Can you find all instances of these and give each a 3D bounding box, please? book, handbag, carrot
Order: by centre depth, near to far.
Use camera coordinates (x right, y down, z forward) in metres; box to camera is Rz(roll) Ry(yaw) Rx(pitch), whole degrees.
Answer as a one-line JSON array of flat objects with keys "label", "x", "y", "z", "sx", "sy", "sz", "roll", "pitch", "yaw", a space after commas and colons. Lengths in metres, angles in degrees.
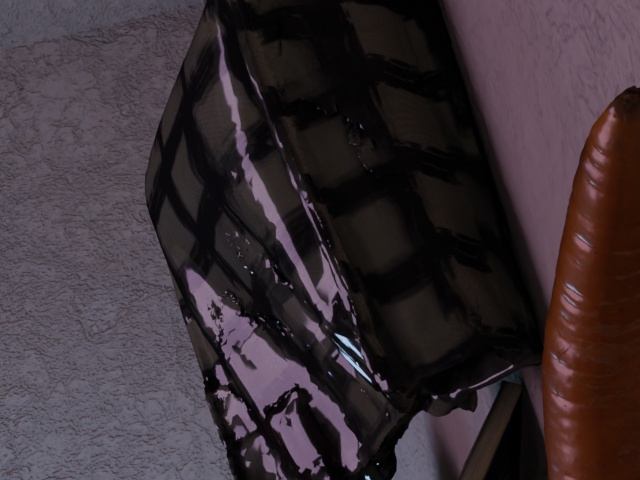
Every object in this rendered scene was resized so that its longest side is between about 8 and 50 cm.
[{"label": "carrot", "x": 0.125, "y": 0.042, "z": 0.828, "sx": 0.066, "sy": 0.062, "sz": 0.271, "roll": -55, "pitch": -34, "yaw": -50}, {"label": "handbag", "x": 0.000, "y": 0.000, "z": 1.259, "sx": 0.325, "sy": 0.162, "sz": 0.327, "roll": 119, "pitch": 137, "yaw": -58}, {"label": "book", "x": 0.090, "y": 0.264, "z": 1.299, "sx": 0.322, "sy": 0.018, "sz": 0.228, "roll": 84, "pitch": -150, "yaw": -55}]
